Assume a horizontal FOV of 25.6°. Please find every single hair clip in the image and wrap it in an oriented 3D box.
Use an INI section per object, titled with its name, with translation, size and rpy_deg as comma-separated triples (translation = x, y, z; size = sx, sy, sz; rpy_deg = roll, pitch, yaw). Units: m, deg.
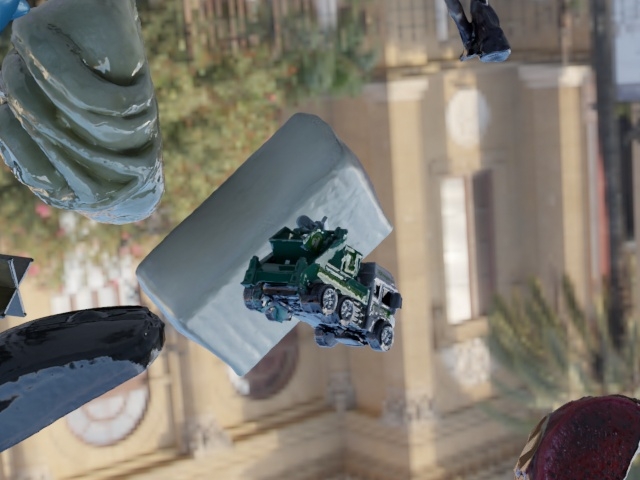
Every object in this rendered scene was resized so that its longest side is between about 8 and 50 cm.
[hair clip]
translation = 0.001, -0.001, 1.808
size = 0.039, 0.030, 0.115
rpy_deg = 30, 165, 26

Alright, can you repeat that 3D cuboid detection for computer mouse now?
[computer mouse]
translation = -0.283, 0.126, 1.377
size = 0.270, 0.086, 0.137
rpy_deg = -29, -161, -1

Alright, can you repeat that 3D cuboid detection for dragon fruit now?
[dragon fruit]
translation = 0.336, 0.305, 1.897
size = 0.163, 0.189, 0.261
rpy_deg = 6, -125, 47

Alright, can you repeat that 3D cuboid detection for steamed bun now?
[steamed bun]
translation = -0.362, -0.193, 2.059
size = 0.247, 0.339, 0.352
rpy_deg = -10, 169, -6

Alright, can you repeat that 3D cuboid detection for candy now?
[candy]
translation = -0.074, 0.009, 2.064
size = 0.359, 0.208, 0.145
rpy_deg = -43, -136, -3

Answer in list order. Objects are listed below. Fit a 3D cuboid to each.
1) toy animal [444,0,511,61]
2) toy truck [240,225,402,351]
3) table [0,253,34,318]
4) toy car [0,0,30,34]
[toy animal]
translation = 0.165, -0.375, 1.798
size = 0.091, 0.324, 0.195
rpy_deg = -13, 153, 0
[toy truck]
translation = 0.010, 0.051, 1.646
size = 0.110, 0.116, 0.216
rpy_deg = 2, 161, 36
[table]
translation = -0.591, 0.063, 2.269
size = 0.227, 0.167, 0.167
rpy_deg = 6, -167, 10
[toy car]
translation = -0.480, -0.324, 1.821
size = 0.255, 0.188, 0.190
rpy_deg = -34, 170, 36
